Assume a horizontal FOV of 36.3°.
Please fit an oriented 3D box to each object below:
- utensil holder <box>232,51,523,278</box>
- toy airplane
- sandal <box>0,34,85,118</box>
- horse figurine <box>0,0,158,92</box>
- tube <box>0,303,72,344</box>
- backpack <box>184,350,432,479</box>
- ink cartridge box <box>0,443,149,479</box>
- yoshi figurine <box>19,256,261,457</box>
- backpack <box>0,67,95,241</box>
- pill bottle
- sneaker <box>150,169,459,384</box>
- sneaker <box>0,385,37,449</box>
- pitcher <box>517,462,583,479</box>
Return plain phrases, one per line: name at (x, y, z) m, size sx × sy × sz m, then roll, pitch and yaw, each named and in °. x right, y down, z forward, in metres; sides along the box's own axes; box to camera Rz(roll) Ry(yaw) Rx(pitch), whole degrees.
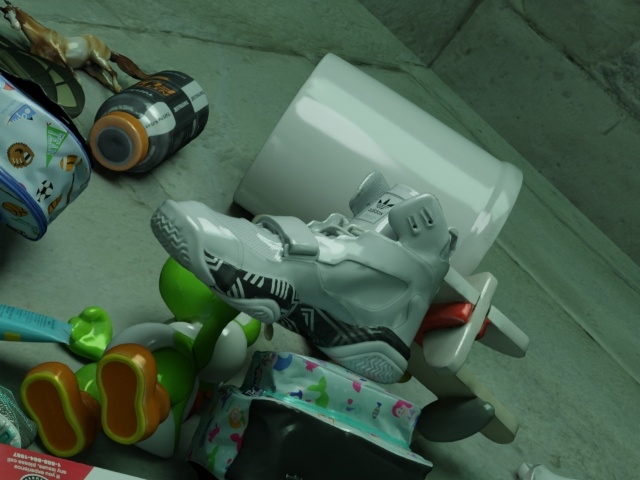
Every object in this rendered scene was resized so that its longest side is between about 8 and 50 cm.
utensil holder at (0.092, -0.090, 1.664) m, size 0.385 × 0.328 × 0.327 m, roll 34°, pitch 26°, yaw -2°
toy airplane at (0.089, 0.139, 1.336) m, size 0.386 × 0.272 × 0.384 m, roll 34°, pitch -11°, yaw 24°
sandal at (-0.475, -0.249, 1.492) m, size 0.302 × 0.086 × 0.120 m, roll 31°, pitch 14°, yaw 26°
horse figurine at (-0.414, -0.310, 1.681) m, size 0.263 × 0.066 × 0.174 m, roll 1°, pitch 49°, yaw -48°
tube at (-0.368, 0.081, 1.036) m, size 0.207 × 0.052 × 0.080 m, roll 11°, pitch 13°, yaw -14°
backpack at (-0.024, 0.227, 1.068) m, size 0.225 × 0.253 × 0.191 m, roll 26°, pitch 69°, yaw -18°
ink cartridge box at (-0.214, 0.327, 0.817) m, size 0.197 × 0.114 × 0.273 m, roll 23°, pitch 28°, yaw -29°
yoshi figurine at (-0.184, 0.102, 1.149) m, size 0.203 × 0.203 × 0.362 m, roll 35°, pitch 22°, yaw 11°
backpack at (-0.404, -0.115, 1.143) m, size 0.263 × 0.213 × 0.276 m, roll 31°, pitch -14°, yaw -2°
pill bottle at (-0.279, -0.187, 1.571) m, size 0.130 × 0.130 × 0.246 m, roll 37°, pitch 25°, yaw -2°
sneaker at (0.000, 0.000, 1.064) m, size 0.365 × 0.210 × 0.137 m, roll 33°, pitch -2°, yaw -34°
sneaker at (-0.355, 0.162, 0.995) m, size 0.166 × 0.065 × 0.076 m, roll 45°, pitch 10°, yaw 9°
pitcher at (0.391, 0.407, 1.467) m, size 0.207 × 0.126 × 0.178 m, roll 28°, pitch 10°, yaw 6°
